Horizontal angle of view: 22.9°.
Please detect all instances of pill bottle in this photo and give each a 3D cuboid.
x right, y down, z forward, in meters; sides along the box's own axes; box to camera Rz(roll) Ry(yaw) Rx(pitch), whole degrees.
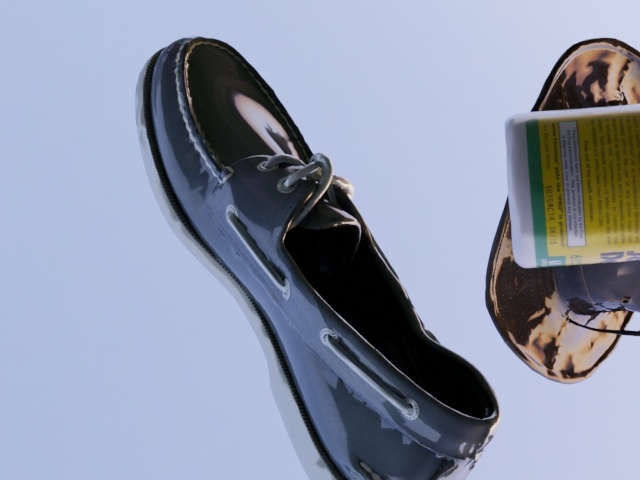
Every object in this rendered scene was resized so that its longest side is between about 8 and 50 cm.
[{"bbox_3d":[0.244,-0.044,1.169,0.208,0.117,0.117,-4,-118,7],"label":"pill bottle"}]

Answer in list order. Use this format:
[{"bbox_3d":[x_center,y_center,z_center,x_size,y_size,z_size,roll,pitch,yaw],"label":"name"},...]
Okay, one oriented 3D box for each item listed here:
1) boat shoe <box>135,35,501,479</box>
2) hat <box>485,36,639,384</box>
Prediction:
[{"bbox_3d":[0.000,0.000,0.867,0.116,0.099,0.319,-5,-122,-42],"label":"boat shoe"},{"bbox_3d":[0.280,-0.010,1.354,0.134,0.331,0.331,16,-136,35],"label":"hat"}]
